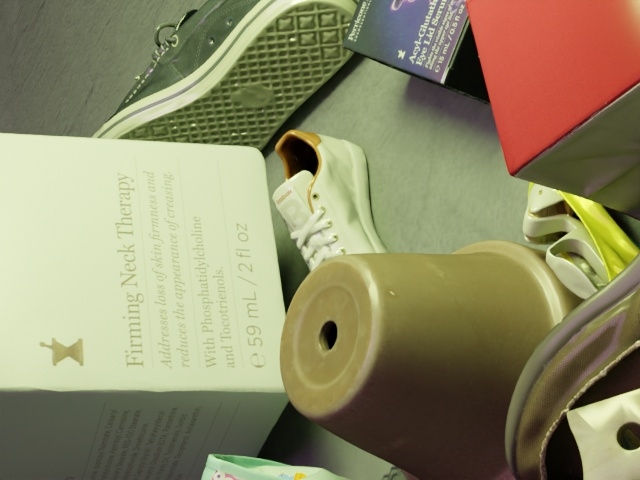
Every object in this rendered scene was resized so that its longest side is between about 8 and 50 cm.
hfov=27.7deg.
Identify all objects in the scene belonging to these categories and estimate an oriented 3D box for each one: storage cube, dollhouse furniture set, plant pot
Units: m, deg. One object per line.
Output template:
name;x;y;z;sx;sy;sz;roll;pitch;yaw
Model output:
storage cube;0.265;-0.155;1.105;0.215;0.184;0.193;-38;49;39
dollhouse furniture set;0.273;0.204;0.906;0.129;0.129;0.183;-22;55;20
plant pot;0.092;0.112;1.195;0.263;0.229;0.263;-26;56;48

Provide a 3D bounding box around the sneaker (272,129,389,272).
sneaker;0.000;0.000;1.466;0.106;0.123;0.290;-41;47;35

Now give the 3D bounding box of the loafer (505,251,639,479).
loafer;0.281;0.087;1.021;0.366;0.134;0.130;-57;37;22

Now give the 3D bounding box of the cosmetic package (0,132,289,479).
cosmetic package;-0.272;0.103;1.494;0.327;0.394;0.329;117;149;-52

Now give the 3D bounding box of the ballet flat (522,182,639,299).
ballet flat;0.229;-0.005;1.171;0.231;0.077;0.077;-119;23;-45

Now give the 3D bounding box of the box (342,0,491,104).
box;0.138;-0.241;1.385;0.207;0.108;0.153;30;102;55

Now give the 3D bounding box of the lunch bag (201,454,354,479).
lunch bag;-0.023;0.328;1.234;0.160;0.262;0.223;10;84;56

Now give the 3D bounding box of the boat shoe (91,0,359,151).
boat shoe;-0.136;-0.209;1.702;0.500;0.187;0.156;-37;43;34
